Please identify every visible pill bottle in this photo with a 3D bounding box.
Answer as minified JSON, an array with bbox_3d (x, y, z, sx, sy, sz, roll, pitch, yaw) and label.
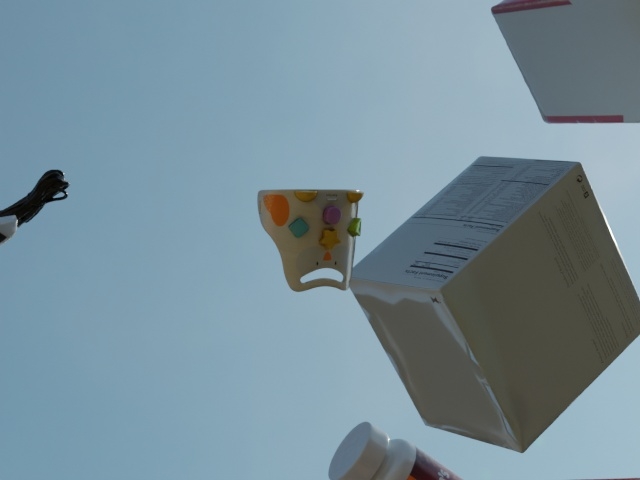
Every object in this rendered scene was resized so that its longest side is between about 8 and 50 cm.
[{"bbox_3d":[0.127,0.362,2.131,0.221,0.121,0.121,36,-69,-14],"label":"pill bottle"}]

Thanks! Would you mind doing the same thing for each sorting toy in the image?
[{"bbox_3d":[0.000,0.000,1.085,0.083,0.045,0.075,-1,-89,-32],"label":"sorting toy"}]

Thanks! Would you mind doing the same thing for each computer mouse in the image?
[{"bbox_3d":[-0.334,-0.007,1.452,0.106,0.193,0.042,-26,-77,38],"label":"computer mouse"}]

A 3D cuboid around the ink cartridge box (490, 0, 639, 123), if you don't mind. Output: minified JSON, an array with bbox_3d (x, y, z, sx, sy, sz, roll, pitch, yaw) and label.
[{"bbox_3d":[0.422,-0.291,1.594,0.384,0.279,0.160,-37,-72,-21],"label":"ink cartridge box"}]

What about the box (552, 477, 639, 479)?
[{"bbox_3d":[0.268,0.354,1.682,0.300,0.142,0.154,2,-22,-21],"label":"box"}]

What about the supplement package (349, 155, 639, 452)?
[{"bbox_3d":[0.171,0.056,1.414,0.203,0.149,0.194,-40,-65,-26],"label":"supplement package"}]
